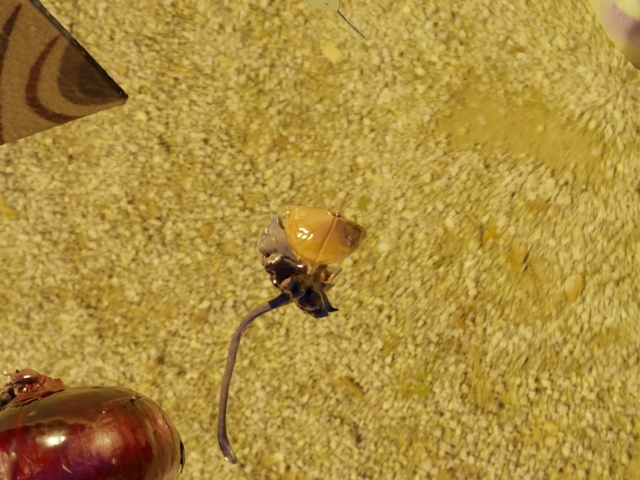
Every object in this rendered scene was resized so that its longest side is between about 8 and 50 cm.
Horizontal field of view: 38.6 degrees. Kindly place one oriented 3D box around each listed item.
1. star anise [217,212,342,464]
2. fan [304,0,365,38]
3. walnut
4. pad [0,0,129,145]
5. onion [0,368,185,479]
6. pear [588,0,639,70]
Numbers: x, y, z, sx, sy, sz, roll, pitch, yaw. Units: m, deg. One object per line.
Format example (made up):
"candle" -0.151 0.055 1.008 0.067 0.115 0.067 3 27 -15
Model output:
"star anise" -0.069 0.116 1.105 0.227 0.148 0.218 -38 66 10
"fan" 0.006 -0.366 1.392 0.175 0.113 0.005 39 78 -23
"walnut" 0.000 0.000 0.992 0.091 0.121 0.052 20 82 -9
"pad" -0.327 -0.107 0.624 0.330 0.220 0.004 -16 58 17
"onion" -0.321 0.267 1.113 0.314 0.314 0.232 -18 77 20
"pear" 0.572 -0.408 1.242 0.399 0.165 0.398 28 133 35
